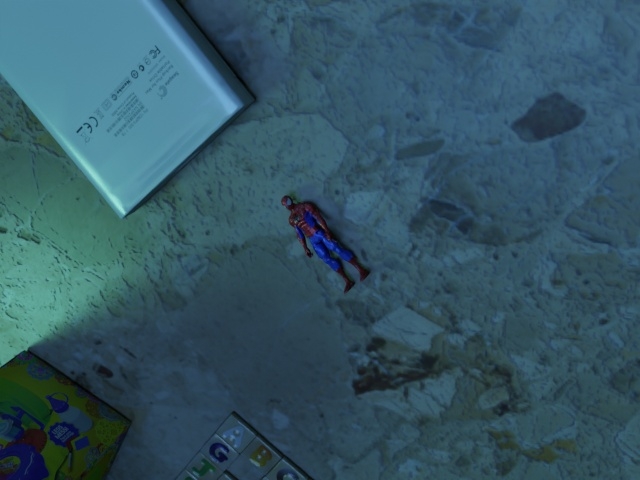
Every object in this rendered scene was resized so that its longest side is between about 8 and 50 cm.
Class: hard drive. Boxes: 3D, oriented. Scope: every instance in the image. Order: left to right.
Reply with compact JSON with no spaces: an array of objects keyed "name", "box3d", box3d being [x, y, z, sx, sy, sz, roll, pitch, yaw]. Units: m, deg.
[{"name":"hard drive","box3d":[-0.234,-0.199,0.778,0.203,0.040,0.307,-37,94,29]}]

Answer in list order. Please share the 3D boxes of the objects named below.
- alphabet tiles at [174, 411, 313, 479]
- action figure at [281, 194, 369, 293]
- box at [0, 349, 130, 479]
[{"name":"alphabet tiles","box3d":[-0.067,0.345,0.945,0.237,0.009,0.198,40,119,3]},{"name":"action figure","box3d":[0.000,0.000,0.773,0.038,0.030,0.115,-39,91,34]},{"name":"box","box3d":[-0.415,0.338,0.916,0.177,0.290,0.279,32,119,7]}]
